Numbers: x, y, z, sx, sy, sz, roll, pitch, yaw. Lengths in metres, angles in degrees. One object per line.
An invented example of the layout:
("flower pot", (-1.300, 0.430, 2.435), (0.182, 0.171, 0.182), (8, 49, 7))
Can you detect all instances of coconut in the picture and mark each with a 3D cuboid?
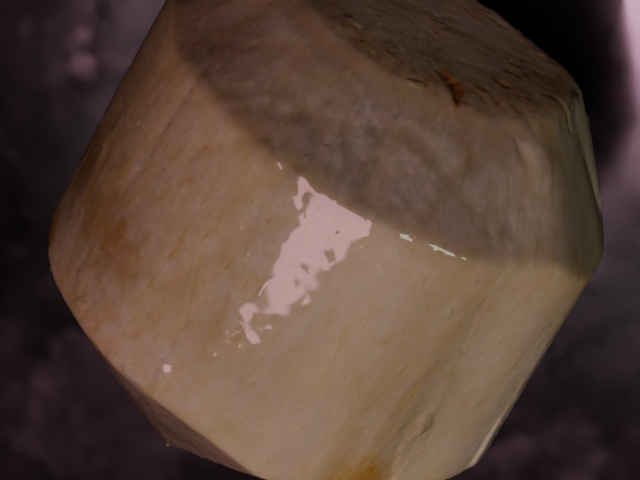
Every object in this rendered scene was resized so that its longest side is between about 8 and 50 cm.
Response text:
("coconut", (0.000, 0.000, 1.098), (0.323, 0.323, 0.323), (5, 112, 13))
